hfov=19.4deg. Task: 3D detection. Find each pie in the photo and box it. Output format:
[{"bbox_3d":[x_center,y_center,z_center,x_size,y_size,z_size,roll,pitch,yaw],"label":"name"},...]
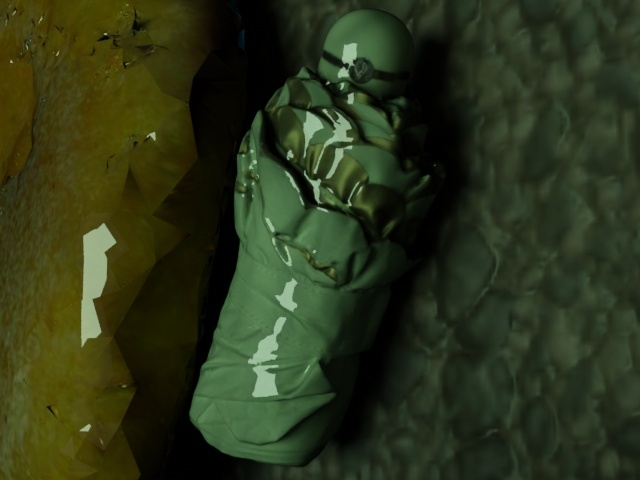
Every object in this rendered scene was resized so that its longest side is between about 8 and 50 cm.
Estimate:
[{"bbox_3d":[-0.105,0.003,0.675,0.273,0.069,0.273,-20,65,53],"label":"pie"}]

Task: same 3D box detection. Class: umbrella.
[{"bbox_3d":[0.000,0.000,0.566,0.067,0.062,0.143,-117,41,-73],"label":"umbrella"}]
